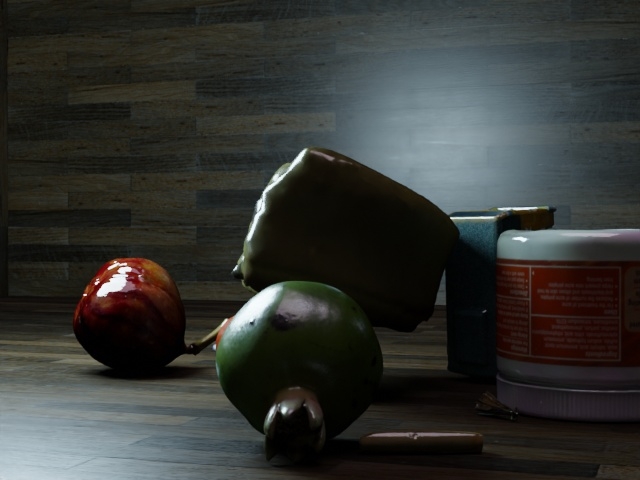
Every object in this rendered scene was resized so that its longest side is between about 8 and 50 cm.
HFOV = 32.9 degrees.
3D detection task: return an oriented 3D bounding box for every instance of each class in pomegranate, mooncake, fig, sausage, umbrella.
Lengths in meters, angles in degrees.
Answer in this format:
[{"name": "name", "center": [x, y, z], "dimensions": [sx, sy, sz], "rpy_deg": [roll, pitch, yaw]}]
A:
[{"name": "pomegranate", "center": [-0.023, 0.151, 1.181], "dimensions": [0.187, 0.187, 0.225], "rpy_deg": [0, 30, 4]}, {"name": "mooncake", "center": [0.000, 0.000, 1.634], "dimensions": [0.393, 0.246, 0.394], "rpy_deg": [16, -6, 36]}, {"name": "fig", "center": [-0.293, 0.153, 1.832], "dimensions": [0.249, 0.186, 0.203], "rpy_deg": [43, 9, -18]}, {"name": "sausage", "center": [0.107, 0.214, 1.154], "dimensions": [0.132, 0.024, 0.024], "rpy_deg": [1, 1, -2]}, {"name": "umbrella", "center": [0.223, 0.212, 1.372], "dimensions": [0.020, 0.031, 0.083], "rpy_deg": [34, -12, -22]}]

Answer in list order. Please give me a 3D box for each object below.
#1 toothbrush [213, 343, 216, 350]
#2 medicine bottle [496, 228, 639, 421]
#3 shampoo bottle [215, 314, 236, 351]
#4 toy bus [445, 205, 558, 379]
[{"name": "toothbrush", "center": [-0.114, 0.208, 2.000], "dimensions": [0.027, 0.021, 0.269], "rpy_deg": [16, -10, -40]}, {"name": "medicine bottle", "center": [0.360, 0.104, 1.446], "dimensions": [0.253, 0.240, 0.252], "rpy_deg": [0, 1, 0]}, {"name": "shampoo bottle", "center": [-0.056, 0.170, 1.636], "dimensions": [0.104, 0.104, 0.278], "rpy_deg": [0, 1, -30]}, {"name": "toy bus", "center": [0.289, 0.085, 1.731], "dimensions": [0.167, 0.275, 0.139], "rpy_deg": [-5, 3, -40]}]
